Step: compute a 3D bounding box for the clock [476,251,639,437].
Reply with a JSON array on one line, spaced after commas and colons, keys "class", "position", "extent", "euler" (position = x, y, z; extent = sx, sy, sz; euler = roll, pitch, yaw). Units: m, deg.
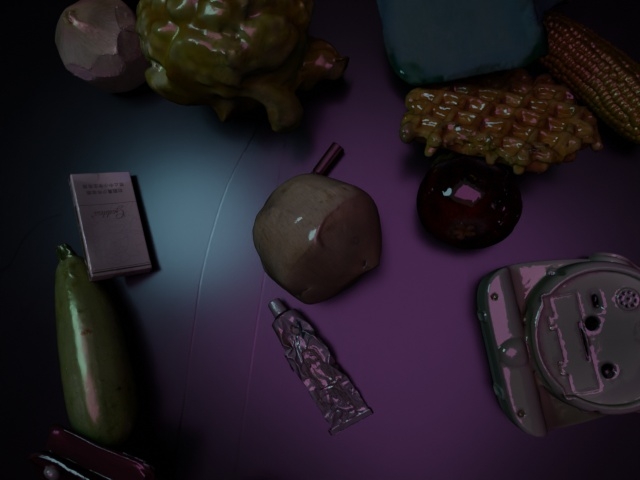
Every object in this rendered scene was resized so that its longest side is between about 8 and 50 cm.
[{"class": "clock", "position": [0.424, 0.147, 0.830], "extent": [0.324, 0.108, 0.265], "euler": [-12, 81, 6]}]

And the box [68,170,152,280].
[{"class": "box", "position": [-0.386, -0.030, 0.976], "extent": [0.109, 0.029, 0.198], "euler": [-9, 78, -36]}]

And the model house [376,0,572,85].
[{"class": "model house", "position": [0.274, -0.410, 0.869], "extent": [0.280, 0.249, 0.230], "euler": [6, 122, 46]}]

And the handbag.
[{"class": "handbag", "position": [-0.366, 0.411, 0.872], "extent": [0.203, 0.074, 0.216], "euler": [22, 131, 9]}]

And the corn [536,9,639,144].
[{"class": "corn", "position": [0.465, -0.273, 0.885], "extent": [0.101, 0.101, 0.310], "euler": [-42, 74, 1]}]

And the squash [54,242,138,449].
[{"class": "squash", "position": [-0.404, 0.182, 0.943], "extent": [0.118, 0.118, 0.370], "euler": [-19, 75, 5]}]

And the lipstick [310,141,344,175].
[{"class": "lipstick", "position": [-0.019, -0.102, 0.968], "extent": [0.027, 0.027, 0.176], "euler": [37, 91, 11]}]

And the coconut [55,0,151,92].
[{"class": "coconut", "position": [-0.392, -0.363, 0.972], "extent": [0.171, 0.183, 0.170], "euler": [-1, 84, 9]}]

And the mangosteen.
[{"class": "mangosteen", "position": [0.243, -0.078, 0.868], "extent": [0.166, 0.166, 0.180], "euler": [6, 61, 9]}]

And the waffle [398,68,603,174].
[{"class": "waffle", "position": [0.280, -0.195, 0.851], "extent": [0.301, 0.058, 0.281], "euler": [3, 42, 10]}]

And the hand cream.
[{"class": "hand cream", "position": [-0.012, 0.209, 0.918], "extent": [0.084, 0.050, 0.257], "euler": [-32, 83, 0]}]

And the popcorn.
[{"class": "popcorn", "position": [-0.144, -0.347, 0.896], "extent": [0.335, 0.279, 0.274], "euler": [3, 64, 21]}]

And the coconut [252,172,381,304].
[{"class": "coconut", "position": [0.000, 0.000, 0.866], "extent": [0.224, 0.224, 0.224], "euler": [-1, 83, 8]}]
